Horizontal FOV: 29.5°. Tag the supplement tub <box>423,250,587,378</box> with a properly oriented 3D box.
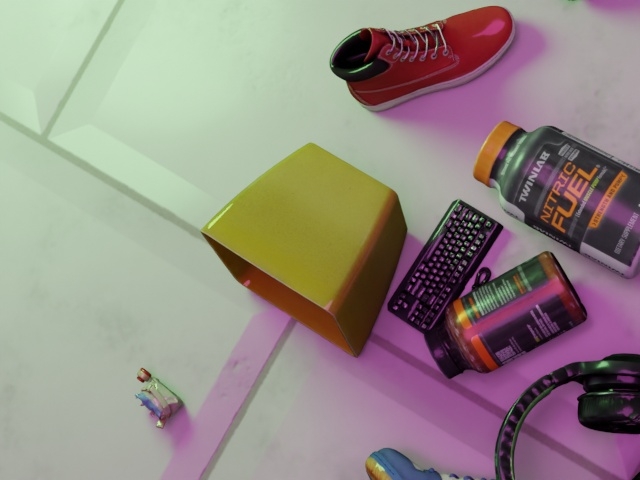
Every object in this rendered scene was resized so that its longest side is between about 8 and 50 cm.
[{"bbox_3d":[0.233,0.102,1.561,0.197,0.106,0.106,-29,73,10],"label":"supplement tub"}]

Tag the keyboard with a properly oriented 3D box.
[{"bbox_3d":[0.177,0.043,1.633,0.108,0.023,0.180,33,92,19],"label":"keyboard"}]

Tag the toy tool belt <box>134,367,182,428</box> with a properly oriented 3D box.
[{"bbox_3d":[-0.239,0.223,1.716,0.083,0.052,0.051,37,84,20],"label":"toy tool belt"}]

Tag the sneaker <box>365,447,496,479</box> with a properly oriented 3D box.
[{"bbox_3d":[0.196,0.346,1.546,0.296,0.112,0.131,37,75,18],"label":"sneaker"}]

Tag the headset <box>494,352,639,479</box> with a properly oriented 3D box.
[{"bbox_3d":[0.402,0.233,1.443,0.394,0.185,0.243,-22,74,-5],"label":"headset"}]

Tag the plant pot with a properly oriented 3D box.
[{"bbox_3d":[0.000,0.000,1.610,0.212,0.212,0.187,31,78,19],"label":"plant pot"}]

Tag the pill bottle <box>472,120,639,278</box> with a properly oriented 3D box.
[{"bbox_3d":[0.318,-0.062,1.551,0.245,0.130,0.130,30,90,20],"label":"pill bottle"}]

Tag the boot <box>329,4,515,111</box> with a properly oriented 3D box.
[{"bbox_3d":[0.138,-0.261,1.617,0.244,0.176,0.088,-24,73,10],"label":"boot"}]
